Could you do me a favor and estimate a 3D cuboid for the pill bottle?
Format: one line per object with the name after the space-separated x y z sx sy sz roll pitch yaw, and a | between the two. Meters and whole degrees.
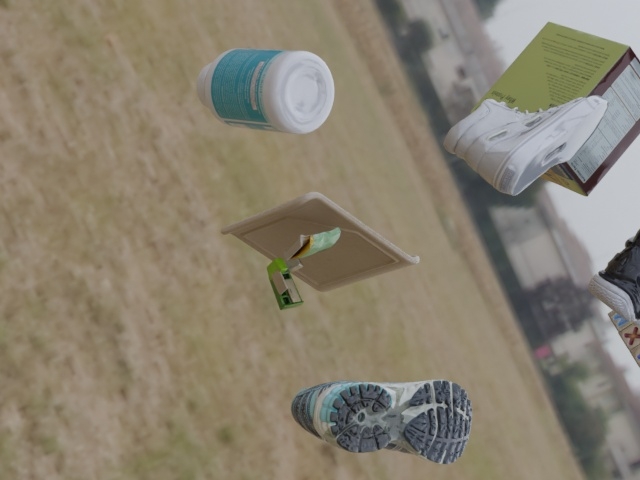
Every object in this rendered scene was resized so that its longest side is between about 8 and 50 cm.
-0.110 -0.271 2.379 0.264 0.146 0.146 12 -41 47 | pill bottle

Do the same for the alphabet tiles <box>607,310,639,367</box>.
0.664 0.180 2.410 0.237 0.198 0.009 58 -2 -7 | alphabet tiles

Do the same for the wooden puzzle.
0.000 0.000 2.036 0.238 0.221 0.044 30 59 -31 | wooden puzzle

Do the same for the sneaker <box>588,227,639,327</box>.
0.526 0.064 2.015 0.268 0.153 0.101 25 13 -46 | sneaker

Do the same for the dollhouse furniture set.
-0.025 0.044 1.954 0.076 0.151 0.059 -10 68 -37 | dollhouse furniture set

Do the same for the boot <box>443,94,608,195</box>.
0.271 -0.155 1.738 0.123 0.095 0.258 37 41 21 | boot

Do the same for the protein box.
0.386 -0.208 2.075 0.136 0.201 0.200 45 -7 -35 | protein box

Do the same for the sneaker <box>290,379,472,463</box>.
0.083 0.223 1.732 0.283 0.122 0.110 16 83 -41 | sneaker
